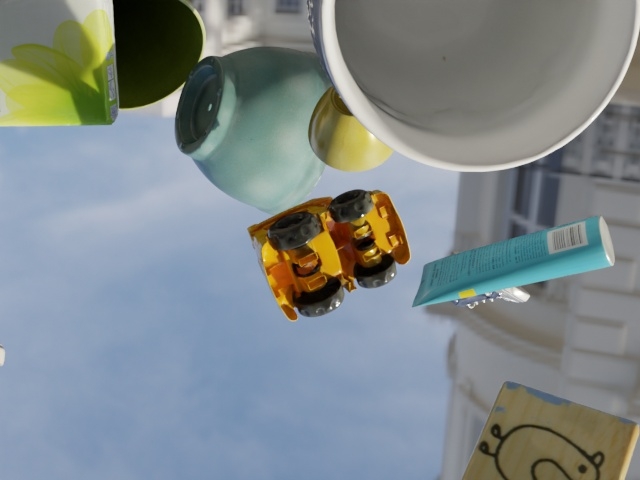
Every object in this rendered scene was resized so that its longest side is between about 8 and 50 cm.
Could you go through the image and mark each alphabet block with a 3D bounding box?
[{"bbox_3d":[0.281,0.332,1.705,0.192,0.193,0.197,16,-133,16],"label":"alphabet block"}]

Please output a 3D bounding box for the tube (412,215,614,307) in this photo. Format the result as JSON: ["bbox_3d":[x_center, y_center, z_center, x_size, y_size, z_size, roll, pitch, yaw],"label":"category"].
[{"bbox_3d":[0.195,0.023,1.372,0.207,0.052,0.080,-14,-158,22],"label":"tube"}]

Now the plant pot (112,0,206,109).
[{"bbox_3d":[-0.394,-0.449,2.568,0.274,0.275,0.293,-8,-134,-22],"label":"plant pot"}]

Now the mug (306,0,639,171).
[{"bbox_3d":[0.076,-0.249,1.256,0.374,0.276,0.328,16,-165,-10],"label":"mug"}]

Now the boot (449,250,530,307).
[{"bbox_3d":[0.299,0.092,2.502,0.190,0.086,0.069,27,-166,-24],"label":"boot"}]

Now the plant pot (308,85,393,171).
[{"bbox_3d":[0.047,-0.180,1.919,0.134,0.095,0.134,-1,-119,1],"label":"plant pot"}]

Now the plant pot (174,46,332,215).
[{"bbox_3d":[-0.128,-0.207,2.275,0.196,0.293,0.293,15,-165,-30],"label":"plant pot"}]

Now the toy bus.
[{"bbox_3d":[0.000,0.000,2.046,0.220,0.149,0.211,-25,-158,-9],"label":"toy bus"}]

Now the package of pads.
[{"bbox_3d":[-0.461,-0.293,2.031,0.296,0.229,0.101,0,-161,1],"label":"package of pads"}]

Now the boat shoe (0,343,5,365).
[{"bbox_3d":[-0.628,0.130,2.281,0.127,0.158,0.340,11,172,-35],"label":"boat shoe"}]
